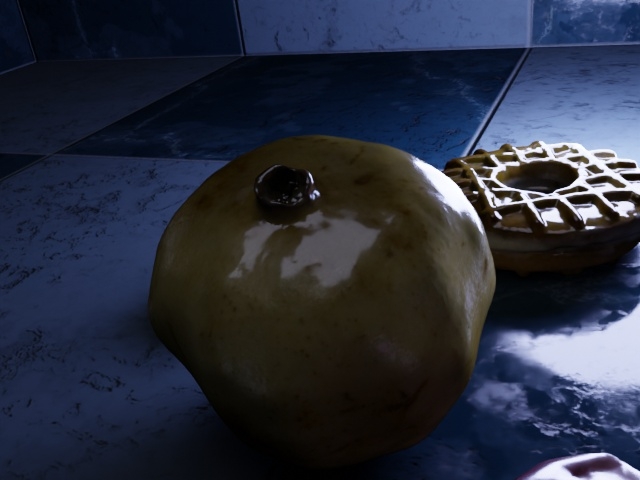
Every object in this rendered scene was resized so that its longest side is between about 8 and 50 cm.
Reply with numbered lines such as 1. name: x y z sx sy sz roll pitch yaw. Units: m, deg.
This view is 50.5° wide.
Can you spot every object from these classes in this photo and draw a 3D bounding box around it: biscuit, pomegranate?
1. biscuit: 0.318 -0.056 1.003 0.332 0.103 0.332 -6 26 3
2. pomegranate: 0.003 0.046 0.662 0.333 0.332 0.332 -6 27 3

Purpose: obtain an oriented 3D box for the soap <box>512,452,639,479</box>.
1. soap: 0.147 0.256 0.385 0.325 0.127 0.220 -15 22 -33
